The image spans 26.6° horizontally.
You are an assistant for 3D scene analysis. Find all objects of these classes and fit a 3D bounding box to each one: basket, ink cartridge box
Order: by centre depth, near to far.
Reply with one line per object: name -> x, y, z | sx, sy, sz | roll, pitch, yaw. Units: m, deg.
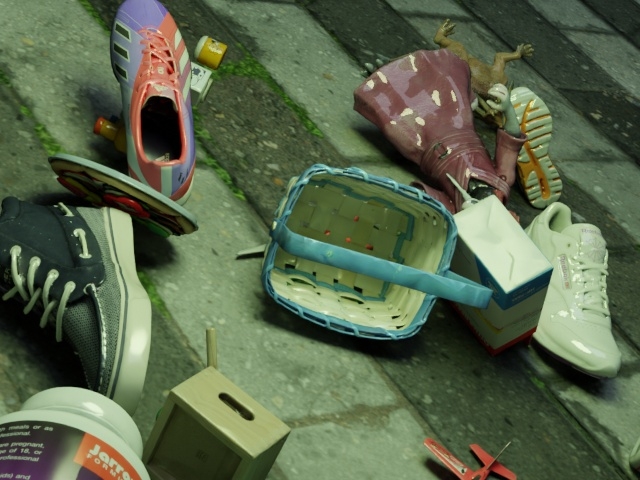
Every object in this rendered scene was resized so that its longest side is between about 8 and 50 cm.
basket -> 0.058, 0.020, 1.675 | 0.255, 0.201, 0.289 | 18, 0, -13
ink cartridge box -> 0.228, 0.060, 1.809 | 0.078, 0.231, 0.134 | -29, 63, -15

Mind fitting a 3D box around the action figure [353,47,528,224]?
action figure -> 0.197, -0.124, 2.127 | 0.370, 0.248, 0.275 | 63, 1, 28

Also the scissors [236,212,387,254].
scissors -> 0.000, 0.000, 1.871 | 0.109, 0.021, 0.297 | 37, 30, 14

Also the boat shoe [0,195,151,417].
boat shoe -> -0.280, 0.067, 1.466 | 0.158, 0.127, 0.340 | 10, 25, -19

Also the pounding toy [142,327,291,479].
pounding toy -> -0.110, 0.190, 1.381 | 0.141, 0.130, 0.100 | 37, 31, 17

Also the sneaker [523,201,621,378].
sneaker -> 0.353, 0.064, 1.917 | 0.114, 0.152, 0.305 | 16, 32, -30

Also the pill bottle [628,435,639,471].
pill bottle -> 0.484, 0.292, 1.732 | 0.160, 0.087, 0.087 | 31, 30, 8

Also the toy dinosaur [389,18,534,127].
toy dinosaur -> 0.265, -0.287, 2.435 | 0.296, 0.127, 0.200 | 22, 37, 2

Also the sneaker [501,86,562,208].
sneaker -> 0.337, -0.157, 2.238 | 0.084, 0.214, 0.083 | -19, 29, -7

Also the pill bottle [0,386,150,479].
pill bottle -> -0.242, 0.264, 1.112 | 0.182, 0.181, 0.323 | 23, 30, -6

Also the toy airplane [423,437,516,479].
toy airplane -> 0.186, 0.274, 1.586 | 0.151, 0.028, 0.151 | 21, 31, -13

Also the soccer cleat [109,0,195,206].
soccer cleat -> -0.214, -0.199, 1.770 | 0.109, 0.116, 0.318 | -3, 67, -12

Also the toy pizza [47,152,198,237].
toy pizza -> -0.244, -0.048, 1.655 | 0.201, 0.032, 0.201 | 23, -11, 5

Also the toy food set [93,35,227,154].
toy food set -> -0.226, -0.198, 1.895 | 0.105, 0.111, 0.232 | 26, 61, -2
